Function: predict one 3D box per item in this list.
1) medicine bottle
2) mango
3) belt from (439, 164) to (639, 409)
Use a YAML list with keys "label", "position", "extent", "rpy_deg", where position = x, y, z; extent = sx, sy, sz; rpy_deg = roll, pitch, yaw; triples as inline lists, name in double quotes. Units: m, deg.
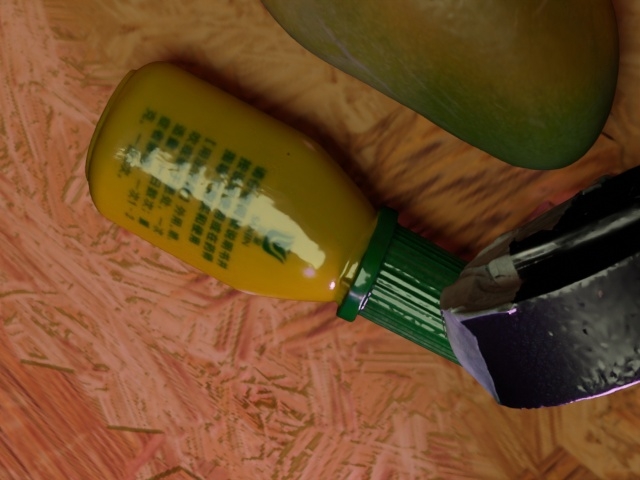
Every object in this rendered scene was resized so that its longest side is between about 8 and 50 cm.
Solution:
- label: "medicine bottle"
  position: [0.000, 0.000, 1.077]
  extent: [0.309, 0.076, 0.111]
  rpy_deg: [29, 120, 10]
- label: "mango"
  position: [0.059, -0.140, 0.950]
  extent: [0.251, 0.114, 0.156]
  rpy_deg: [42, 119, 1]
- label: "belt"
  position: [0.160, 0.016, 0.960]
  extent: [0.198, 0.151, 0.078]
  rpy_deg: [-27, 104, 12]
